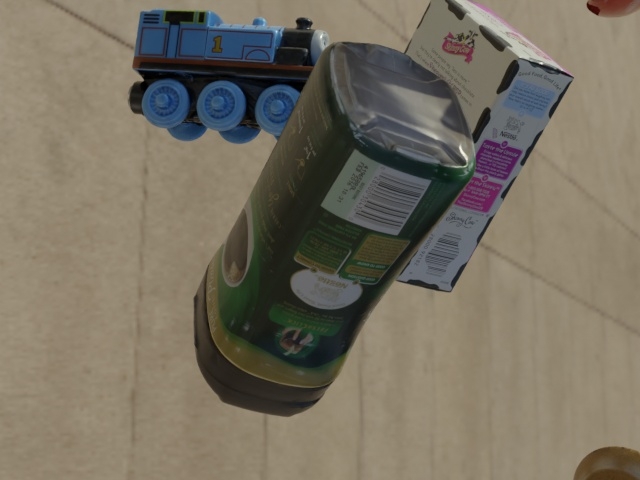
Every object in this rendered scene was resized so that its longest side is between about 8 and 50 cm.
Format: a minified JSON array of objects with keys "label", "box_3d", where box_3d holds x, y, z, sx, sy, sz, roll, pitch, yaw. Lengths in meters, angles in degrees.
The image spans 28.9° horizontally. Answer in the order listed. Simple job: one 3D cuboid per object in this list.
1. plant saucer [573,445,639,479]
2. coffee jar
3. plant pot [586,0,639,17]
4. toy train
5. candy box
[{"label":"plant saucer","box_3d":[0.212,0.186,0.870,0.015,0.083,0.083,-23,106,-50]},{"label":"coffee jar","box_3d":[0.000,0.000,0.615,0.079,0.184,0.096,17,38,-20]},{"label":"plant pot","box_3d":[0.154,-0.229,0.681,0.174,0.191,0.191,41,34,1]},{"label":"toy train","box_3d":[-0.071,-0.137,1.035,0.080,0.184,0.105,29,67,-75]},{"label":"candy box","box_3d":[0.115,-0.093,1.150,0.071,0.159,0.233,12,117,-32]}]
